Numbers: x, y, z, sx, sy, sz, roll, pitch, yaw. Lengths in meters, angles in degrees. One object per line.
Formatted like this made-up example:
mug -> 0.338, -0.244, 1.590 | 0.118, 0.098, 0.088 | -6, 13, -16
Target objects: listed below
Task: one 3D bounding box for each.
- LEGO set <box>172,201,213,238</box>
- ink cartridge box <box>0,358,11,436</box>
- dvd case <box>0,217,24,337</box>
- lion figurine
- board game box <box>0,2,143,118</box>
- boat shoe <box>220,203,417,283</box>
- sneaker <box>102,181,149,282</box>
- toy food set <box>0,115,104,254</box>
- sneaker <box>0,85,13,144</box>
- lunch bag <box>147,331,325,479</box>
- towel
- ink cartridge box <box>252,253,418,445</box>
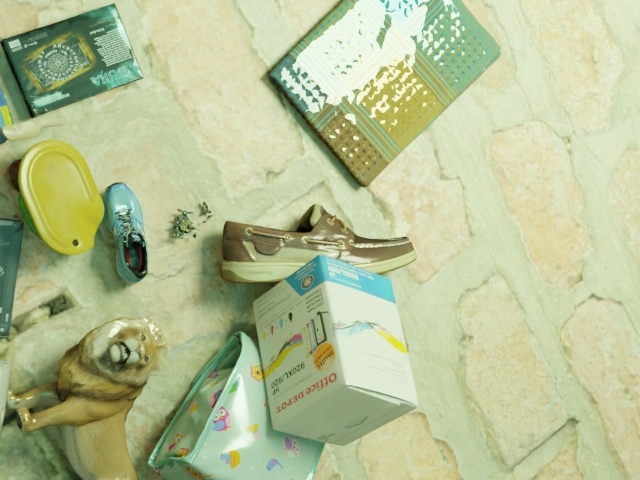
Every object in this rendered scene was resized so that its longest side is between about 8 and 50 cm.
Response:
LEGO set -> -0.213, -0.030, 1.785 | 0.083, 0.023, 0.054 | -19, 101, -36
ink cartridge box -> -0.589, 0.249, 1.535 | 0.273, 0.115, 0.198 | 9, 87, -9
dvd case -> -0.569, 0.044, 1.621 | 0.239, 0.029, 0.179 | 8, 88, -23
lion figurine -> -0.344, 0.314, 1.685 | 0.240, 0.142, 0.392 | -10, 109, -31
board game box -> -0.381, -0.278, 1.701 | 0.186, 0.026, 0.126 | -24, 100, -22
boat shoe -> 0.000, 0.000, 1.826 | 0.342, 0.123, 0.123 | -3, 93, -18
sneaker -> -0.294, -0.013, 1.717 | 0.063, 0.073, 0.162 | -17, 98, -22
toy food set -> -0.415, -0.080, 1.673 | 0.128, 0.071, 0.218 | -30, 106, -45
sneaker -> -0.517, -0.237, 1.619 | 0.082, 0.069, 0.209 | -18, 98, -19
lunch bag -> -0.110, 0.303, 1.753 | 0.223, 0.160, 0.262 | 40, 55, -19
towel -> 0.116, -0.309, 1.916 | 0.370, 0.040, 0.271 | -46, 106, -15
ink cartridge box -> 0.021, 0.177, 1.734 | 0.168, 0.171, 0.232 | 21, 45, -41
